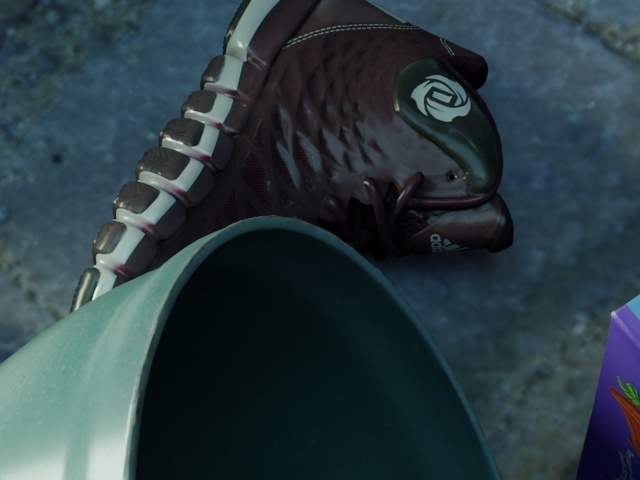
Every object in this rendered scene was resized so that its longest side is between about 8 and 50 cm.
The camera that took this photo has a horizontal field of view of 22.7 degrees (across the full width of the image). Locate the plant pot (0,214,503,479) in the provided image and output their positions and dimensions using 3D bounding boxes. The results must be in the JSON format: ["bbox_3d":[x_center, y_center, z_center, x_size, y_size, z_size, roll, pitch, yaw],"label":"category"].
[{"bbox_3d":[-0.059,0.158,0.583,0.196,0.293,0.293,-19,61,25],"label":"plant pot"}]

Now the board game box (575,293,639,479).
[{"bbox_3d":[0.265,0.012,0.634,0.347,0.233,0.078,-32,66,-11],"label":"board game box"}]

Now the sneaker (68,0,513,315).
[{"bbox_3d":[0.000,0.000,0.733,0.162,0.106,0.281,21,67,10],"label":"sneaker"}]
